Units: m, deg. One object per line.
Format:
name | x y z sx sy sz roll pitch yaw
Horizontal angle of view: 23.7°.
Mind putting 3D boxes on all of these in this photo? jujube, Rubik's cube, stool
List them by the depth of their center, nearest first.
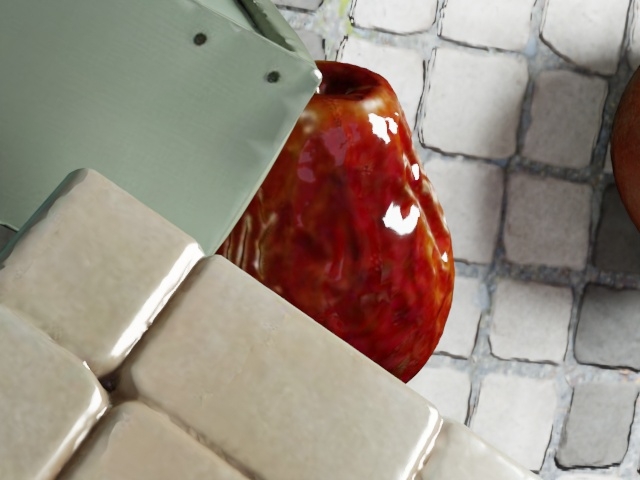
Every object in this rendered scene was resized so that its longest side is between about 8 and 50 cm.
Rubik's cube | -0.118 0.219 0.795 0.319 0.322 0.316 36 49 -2
stool | -0.169 -0.125 0.923 0.269 0.243 0.170 27 104 -23
jujube | 0.000 0.000 1.050 0.190 0.190 0.255 -13 124 -19

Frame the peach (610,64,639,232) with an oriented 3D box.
peach | 0.343 -0.075 1.156 0.252 0.252 0.252 -4 101 -21
